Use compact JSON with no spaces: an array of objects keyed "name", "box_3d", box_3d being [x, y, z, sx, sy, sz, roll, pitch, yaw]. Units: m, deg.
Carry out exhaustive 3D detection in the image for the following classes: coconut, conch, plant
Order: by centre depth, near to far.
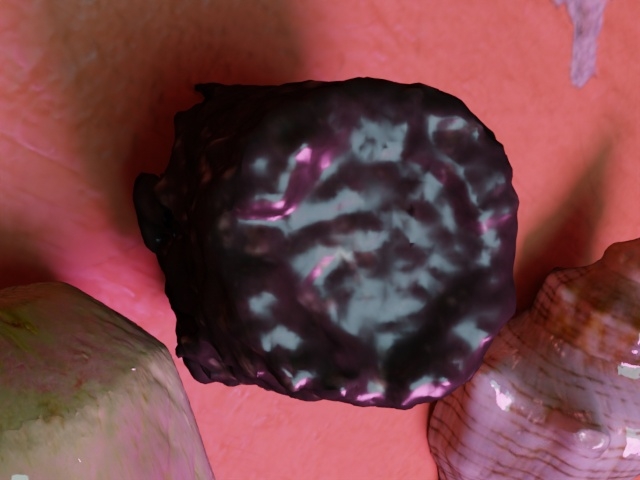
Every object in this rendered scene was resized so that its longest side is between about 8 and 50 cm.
[{"name":"coconut","box_3d":[-0.156,0.143,0.516,0.205,0.236,0.236,-11,131,15]},{"name":"plant","box_3d":[0.000,0.000,0.562,0.204,0.234,0.178,-1,94,-14]},{"name":"conch","box_3d":[0.196,0.141,0.817,0.203,0.169,0.386,25,95,-18]}]
